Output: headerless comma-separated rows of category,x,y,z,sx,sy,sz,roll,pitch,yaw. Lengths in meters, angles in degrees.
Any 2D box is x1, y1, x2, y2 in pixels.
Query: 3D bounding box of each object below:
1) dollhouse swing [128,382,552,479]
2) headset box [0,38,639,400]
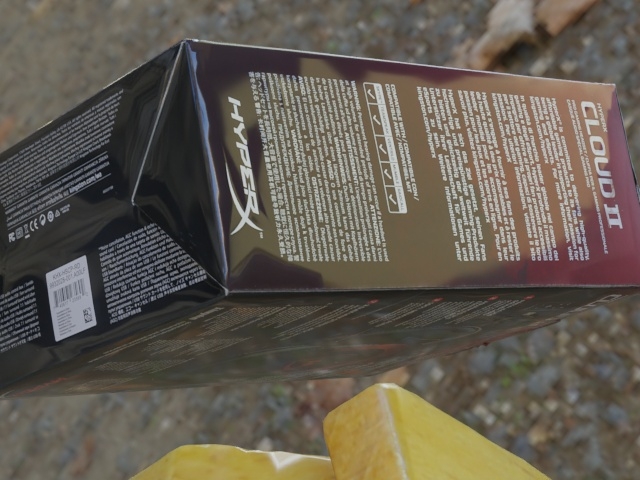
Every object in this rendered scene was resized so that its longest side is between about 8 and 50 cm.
dollhouse swing,-0.005,0.296,0.512,0.347,0.315,0.305,-36,32,37
headset box,0.000,0.000,0.808,0.218,0.293,0.110,-23,72,48
